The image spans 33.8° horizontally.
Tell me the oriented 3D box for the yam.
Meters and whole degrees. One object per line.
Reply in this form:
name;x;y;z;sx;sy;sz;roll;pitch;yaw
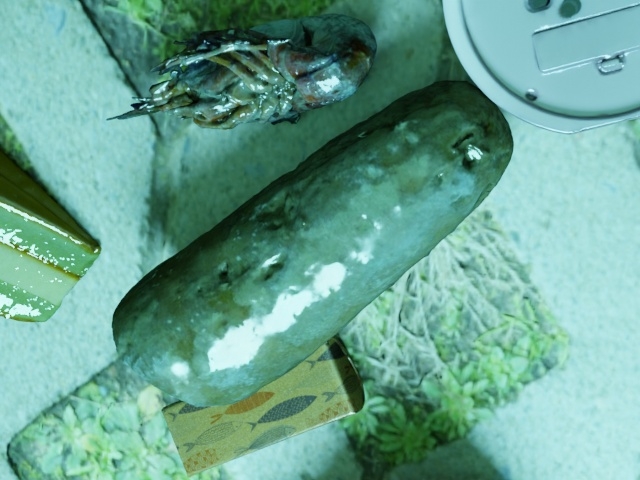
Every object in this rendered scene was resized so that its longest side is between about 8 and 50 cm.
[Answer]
yam;0.000;0.000;0.792;0.330;0.133;0.133;-39;91;18

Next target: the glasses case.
glasses case;-0.048;0.140;0.886;0.170;0.041;0.064;-25;85;23

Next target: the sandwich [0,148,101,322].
sandwich;-0.302;-0.033;0.934;0.187;0.144;0.117;28;117;-30

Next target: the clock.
clock;0.184;-0.172;0.709;0.197;0.068;0.196;5;107;17

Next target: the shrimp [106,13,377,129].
shrimp;-0.064;-0.118;0.802;0.233;0.079;0.090;-12;139;23
